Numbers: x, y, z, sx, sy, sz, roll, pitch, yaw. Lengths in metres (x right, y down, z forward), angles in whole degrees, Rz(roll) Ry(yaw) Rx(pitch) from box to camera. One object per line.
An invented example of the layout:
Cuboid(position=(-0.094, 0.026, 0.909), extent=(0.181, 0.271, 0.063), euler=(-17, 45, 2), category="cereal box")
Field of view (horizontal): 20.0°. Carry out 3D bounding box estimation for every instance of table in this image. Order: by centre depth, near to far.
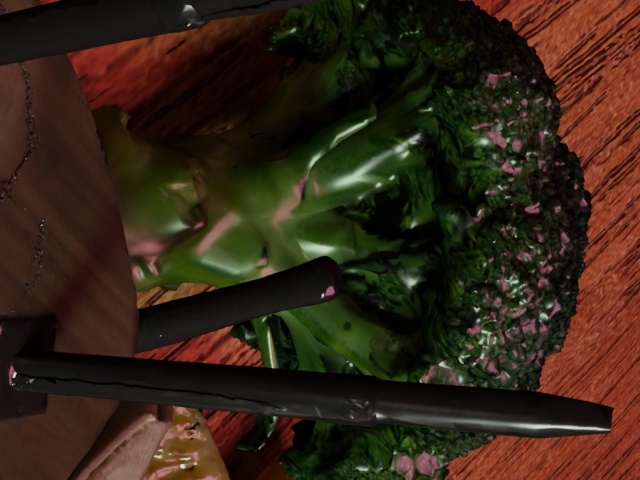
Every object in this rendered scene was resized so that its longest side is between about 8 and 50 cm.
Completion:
Cuboid(position=(-0.064, 0.047, 0.617), extent=(0.317, 0.249, 0.317), euler=(-25, 118, -59), category="table")

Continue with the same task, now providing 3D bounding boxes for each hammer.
Cuboid(position=(-0.105, 0.045, 0.869), extent=(0.103, 0.246, 0.029), euler=(-93, 159, -44), category="hammer")

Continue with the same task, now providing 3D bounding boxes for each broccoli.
Cuboid(position=(0.000, 0.000, 0.988), extent=(0.297, 0.297, 0.297), euler=(2, 124, -20), category="broccoli")

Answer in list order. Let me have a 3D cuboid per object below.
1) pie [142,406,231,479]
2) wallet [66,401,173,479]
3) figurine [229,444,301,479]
Cuboid(position=(-0.086, 0.232, 1.112), extent=(0.129, 0.068, 0.282), euler=(-19, 104, -11), category="pie")
Cuboid(position=(-0.193, 0.221, 0.865), extent=(0.335, 0.068, 0.275), euler=(-52, -175, 25), category="wallet")
Cuboid(position=(-0.056, 0.264, 1.249), extent=(0.327, 0.169, 0.218), euler=(-47, 137, -27), category="figurine")
